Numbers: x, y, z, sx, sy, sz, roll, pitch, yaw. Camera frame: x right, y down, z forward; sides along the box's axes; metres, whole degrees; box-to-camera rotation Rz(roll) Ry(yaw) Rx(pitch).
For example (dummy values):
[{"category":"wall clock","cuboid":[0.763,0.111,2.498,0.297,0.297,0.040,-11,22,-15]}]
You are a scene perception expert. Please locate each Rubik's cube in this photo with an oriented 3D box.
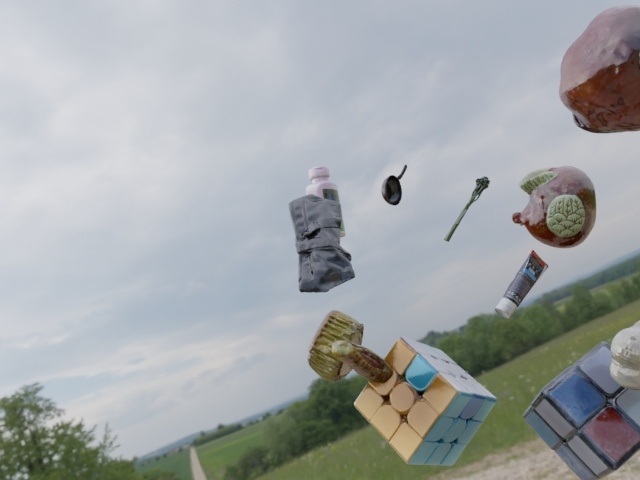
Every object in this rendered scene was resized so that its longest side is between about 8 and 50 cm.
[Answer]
[{"category":"Rubik's cube","cuboid":[0.930,0.589,2.020,0.316,0.313,0.318,-34,-28,-14]},{"category":"Rubik's cube","cuboid":[0.348,0.535,1.977,0.291,0.291,0.291,26,-80,-46]}]

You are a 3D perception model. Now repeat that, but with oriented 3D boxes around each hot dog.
[{"category":"hot dog","cuboid":[0.127,0.359,1.738,0.083,0.068,0.289,-21,-36,25]}]

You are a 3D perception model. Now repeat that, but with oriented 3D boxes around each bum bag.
[{"category":"bum bag","cuboid":[0.000,0.000,1.457,0.137,0.309,0.074,-4,-36,-7]}]

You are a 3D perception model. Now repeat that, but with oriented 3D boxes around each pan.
[{"category":"pan","cuboid":[0.166,-0.128,1.338,0.024,0.068,0.115,-2,46,41]}]

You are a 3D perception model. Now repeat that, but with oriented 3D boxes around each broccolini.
[{"category":"broccolini","cuboid":[0.423,-0.090,1.723,0.218,0.042,0.044,-59,-35,2]}]

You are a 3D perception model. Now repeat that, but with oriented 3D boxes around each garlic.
[{"category":"garlic","cuboid":[0.980,0.321,1.784,0.281,0.185,0.203,-50,11,3]}]

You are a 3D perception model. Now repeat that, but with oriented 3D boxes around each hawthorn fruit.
[{"category":"hawthorn fruit","cuboid":[0.451,-0.251,0.881,0.190,0.189,0.251,-28,-3,21]}]

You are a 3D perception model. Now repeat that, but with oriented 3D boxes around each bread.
[{"category":"bread","cuboid":[0.051,0.358,2.018,0.227,0.143,0.253,-65,-18,-3]}]

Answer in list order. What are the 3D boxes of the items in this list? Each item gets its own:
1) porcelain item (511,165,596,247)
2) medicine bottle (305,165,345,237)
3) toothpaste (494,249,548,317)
[{"category":"porcelain item","cuboid":[0.685,-0.096,1.768,0.253,0.252,0.253,-21,-15,-6]},{"category":"medicine bottle","cuboid":[0.012,-0.112,1.798,0.078,0.219,0.115,-16,-10,36]},{"category":"toothpaste","cuboid":[0.538,0.121,1.588,0.193,0.071,0.045,-53,16,-13]}]
